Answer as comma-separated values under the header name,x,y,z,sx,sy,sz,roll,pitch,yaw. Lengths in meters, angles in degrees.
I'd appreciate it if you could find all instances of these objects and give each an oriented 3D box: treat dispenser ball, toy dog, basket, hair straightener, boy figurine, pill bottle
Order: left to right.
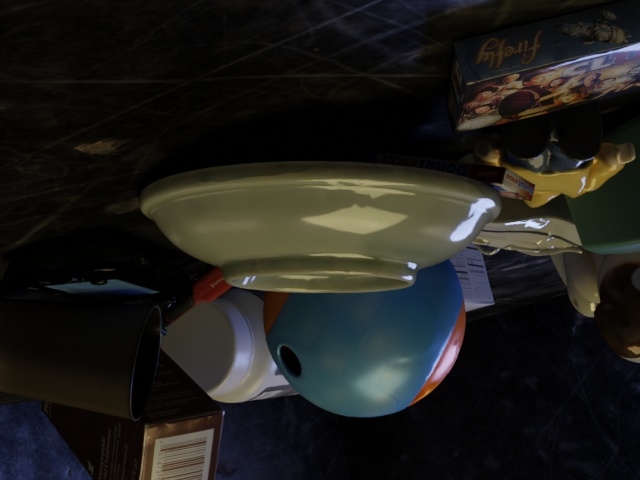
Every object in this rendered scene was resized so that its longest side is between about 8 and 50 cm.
name,x,y,z,sx,sy,sz,roll,pitch,yaw
basket,-0.353,0.156,1.516,0.226,0.154,0.204,7,-163,2
hair straightener,-0.173,0.072,1.620,0.230,0.047,0.089,-43,-169,35
pill bottle,-0.125,0.189,1.978,0.204,0.204,0.361,-18,168,27
treat dispenser ball,0.061,0.105,1.536,0.288,0.288,0.288,-12,169,-2
boy figurine,0.263,-0.098,1.225,0.177,0.092,0.285,1,173,10
toy dog,0.516,0.076,1.703,0.284,0.396,0.408,-5,179,8

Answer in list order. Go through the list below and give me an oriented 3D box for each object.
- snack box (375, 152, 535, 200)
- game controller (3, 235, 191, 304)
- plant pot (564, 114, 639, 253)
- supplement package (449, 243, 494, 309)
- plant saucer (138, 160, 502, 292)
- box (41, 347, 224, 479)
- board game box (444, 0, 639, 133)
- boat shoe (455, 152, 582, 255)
name,x,y,z,sx,sy,sz,roll,pitch,yaw
snack box,0.147,-0.072,1.205,0.178,0.022,0.064,12,173,43
game controller,-0.289,0.052,1.444,0.166,0.067,0.319,-14,169,9
plant pot,0.427,-0.074,1.333,0.234,0.166,0.165,-21,167,23
supplement package,0.127,0.071,1.827,0.261,0.145,0.204,-18,168,26
plant saucer,0.000,0.000,1.201,0.400,0.101,0.400,0,172,0
box,-0.309,0.269,1.717,0.143,0.191,0.381,-4,-157,-33
board game box,0.241,-0.165,1.002,0.243,0.042,0.165,-13,169,2
boat shoe,0.269,-0.035,1.471,0.367,0.136,0.156,-1,164,-37
